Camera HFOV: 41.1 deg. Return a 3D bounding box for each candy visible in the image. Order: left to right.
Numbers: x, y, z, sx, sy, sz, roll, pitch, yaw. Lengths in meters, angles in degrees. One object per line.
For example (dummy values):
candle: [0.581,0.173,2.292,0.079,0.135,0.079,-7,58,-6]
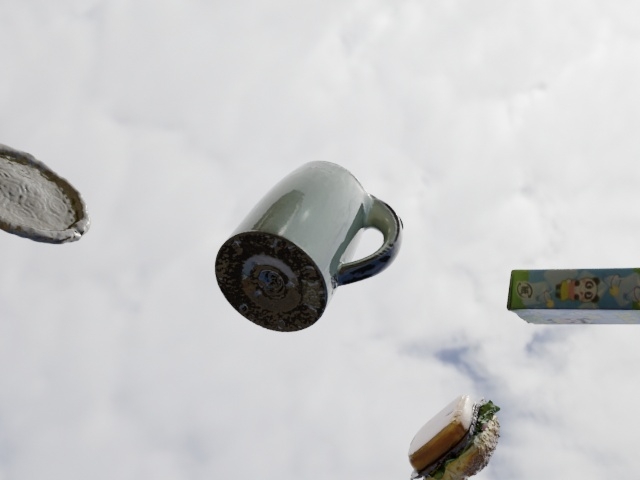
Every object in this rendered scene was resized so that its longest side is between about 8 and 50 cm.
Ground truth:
candy: [0.355,0.075,1.125,0.194,0.097,0.062,-3,-108,34]

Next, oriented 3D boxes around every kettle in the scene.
kettle: [0.000,0.000,1.193,0.221,0.161,0.236,10,-145,17]

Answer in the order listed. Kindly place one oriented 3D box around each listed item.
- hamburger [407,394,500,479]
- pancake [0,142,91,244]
hamburger: [0.194,0.285,1.193,0.087,0.166,0.137,48,-68,5]
pancake: [-0.383,-0.063,1.092,0.021,0.199,0.199,-48,-132,22]
